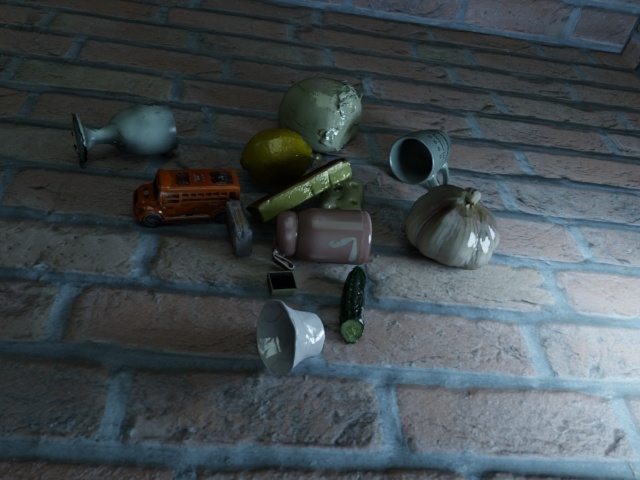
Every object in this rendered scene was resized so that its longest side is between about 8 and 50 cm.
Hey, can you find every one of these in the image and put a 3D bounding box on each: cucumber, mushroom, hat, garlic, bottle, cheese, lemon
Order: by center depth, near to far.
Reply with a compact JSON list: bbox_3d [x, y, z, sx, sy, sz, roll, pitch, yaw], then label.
[{"bbox_3d":[-0.070,0.248,1.580,0.126,0.203,0.203,0,41,-37],"label":"hat"},{"bbox_3d":[0.094,0.177,1.757,0.077,0.077,0.265,10,39,-3],"label":"cucumber"},{"bbox_3d":[0.000,0.000,1.862,0.296,0.173,0.207,4,74,-9],"label":"bottle"},{"bbox_3d":[0.435,-0.042,1.985,0.321,0.241,0.322,-4,56,6],"label":"garlic"},{"bbox_3d":[0.069,-0.128,2.069,0.159,0.093,0.263,10,40,1],"label":"cheese"},{"bbox_3d":[-0.153,-0.291,2.112,0.260,0.204,0.204,-9,46,-15],"label":"lemon"},{"bbox_3d":[-0.104,-0.331,2.258,0.225,0.093,0.116,31,-3,-7],"label":"mushroom"}]

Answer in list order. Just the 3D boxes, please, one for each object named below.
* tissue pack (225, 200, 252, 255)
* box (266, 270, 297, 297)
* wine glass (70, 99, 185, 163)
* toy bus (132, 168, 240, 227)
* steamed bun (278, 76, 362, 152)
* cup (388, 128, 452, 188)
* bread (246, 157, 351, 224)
[{"bbox_3d":[-0.255,-0.038,1.875,0.060,0.109,0.148,-8,46,-18],"label":"tissue pack"},{"bbox_3d":[-0.114,0.128,1.783,0.079,0.035,0.083,-3,44,-17],"label":"box"},{"bbox_3d":[-0.668,-0.376,2.091,0.356,0.191,0.190,-16,49,-25],"label":"wine glass"},{"bbox_3d":[-0.427,-0.146,1.919,0.329,0.153,0.143,-3,46,-17],"label":"toy bus"},{"bbox_3d":[-0.003,-0.519,2.377,0.311,0.233,0.334,22,41,9],"label":"steamed bun"},{"bbox_3d":[0.419,-0.304,2.316,0.234,0.186,0.258,-30,86,-47],"label":"cup"},{"bbox_3d":[-0.062,-0.165,1.979,0.361,0.077,0.138,-30,11,-18],"label":"bread"}]
